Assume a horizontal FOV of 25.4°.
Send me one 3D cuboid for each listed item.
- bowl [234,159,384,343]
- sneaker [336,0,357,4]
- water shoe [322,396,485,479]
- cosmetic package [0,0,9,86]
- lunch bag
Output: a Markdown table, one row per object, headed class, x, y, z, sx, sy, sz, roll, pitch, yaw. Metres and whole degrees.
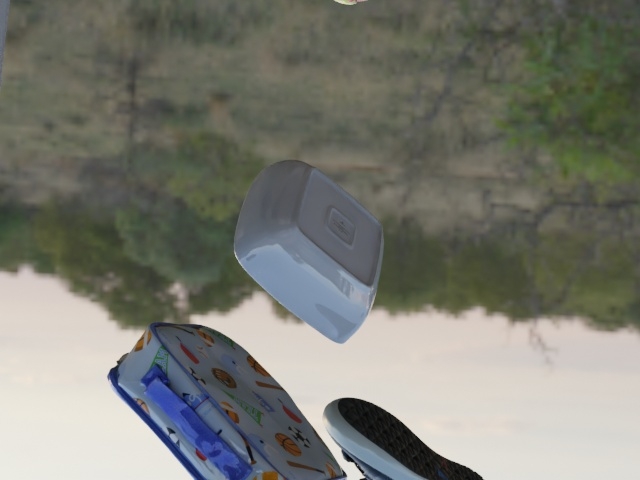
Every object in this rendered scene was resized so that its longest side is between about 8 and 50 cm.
| class | x | y | z | sx | sy | sz | roll | pitch | yaw |
| --- | --- | --- | --- | --- | --- | --- | --- | --- | --- |
| bowl | 0.000 | 0.000 | 1.219 | 0.142 | 0.142 | 0.053 | 40 | 125 | -19 |
| sneaker | 0.027 | -0.317 | 1.654 | 0.094 | 0.081 | 0.208 | 36 | -171 | -6 |
| water shoe | 0.065 | 0.206 | 1.174 | 0.203 | 0.080 | 0.073 | 37 | -160 | -28 |
| cosmetic package | -0.471 | -0.047 | 1.102 | 0.329 | 0.393 | 0.327 | 23 | 138 | -34 |
| lunch bag | -0.116 | 0.223 | 1.712 | 0.303 | 0.115 | 0.243 | 44 | -169 | 15 |
